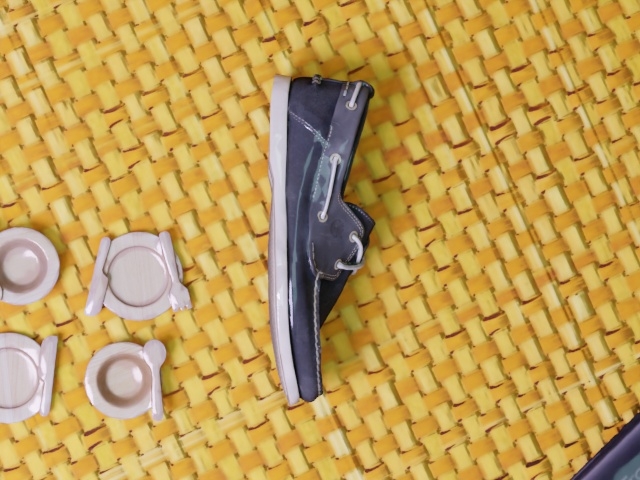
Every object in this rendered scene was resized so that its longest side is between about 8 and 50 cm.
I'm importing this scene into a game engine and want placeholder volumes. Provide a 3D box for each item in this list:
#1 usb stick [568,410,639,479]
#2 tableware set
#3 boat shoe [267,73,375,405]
[{"bbox_3d":[0.224,0.181,1.386,0.278,0.045,0.077,-44,87,-3],"label":"usb stick"},{"bbox_3d":[-0.176,0.061,1.366,0.168,0.020,0.141,2,90,-4],"label":"tableware set"},{"bbox_3d":[0.000,0.000,1.347,0.079,0.084,0.233,2,88,-4],"label":"boat shoe"}]
